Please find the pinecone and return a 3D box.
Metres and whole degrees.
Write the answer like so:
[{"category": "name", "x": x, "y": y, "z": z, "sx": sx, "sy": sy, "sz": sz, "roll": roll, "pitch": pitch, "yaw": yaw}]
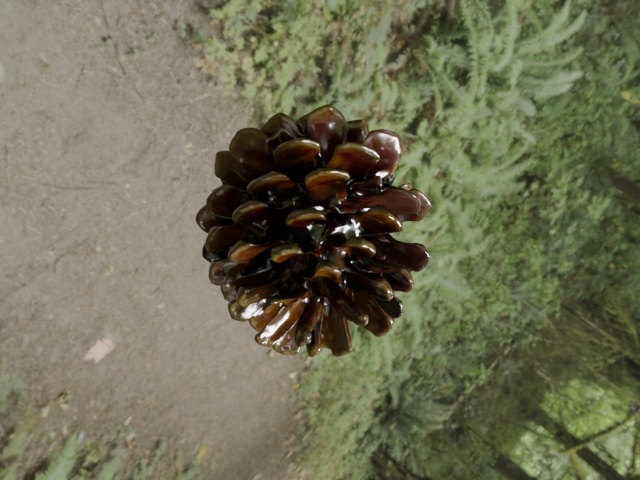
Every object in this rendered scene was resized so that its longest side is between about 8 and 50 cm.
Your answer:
[{"category": "pinecone", "x": -0.006, "y": 0.007, "z": 0.677, "sx": 0.264, "sy": 0.264, "sz": 0.264, "roll": -39, "pitch": 153, "yaw": -24}]
